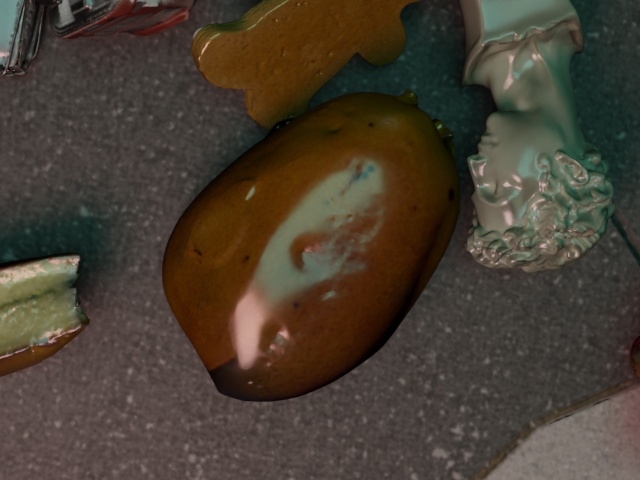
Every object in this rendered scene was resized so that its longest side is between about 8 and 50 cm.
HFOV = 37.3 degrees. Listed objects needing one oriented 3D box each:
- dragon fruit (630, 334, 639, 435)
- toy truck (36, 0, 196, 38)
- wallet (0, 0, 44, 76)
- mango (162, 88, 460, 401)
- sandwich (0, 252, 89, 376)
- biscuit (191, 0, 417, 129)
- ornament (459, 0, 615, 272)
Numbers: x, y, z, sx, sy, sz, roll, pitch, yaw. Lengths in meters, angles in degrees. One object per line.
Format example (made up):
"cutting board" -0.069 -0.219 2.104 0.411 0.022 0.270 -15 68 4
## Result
"dragon fruit" 0.375 0.094 0.805 0.198 0.218 0.273 -2 87 -41
"toy truck" -0.179 -0.303 0.764 0.114 0.135 0.271 -10 92 41
"wallet" -0.346 -0.234 0.793 0.230 0.069 0.170 13 90 -2
"mango" 0.000 0.000 0.788 0.201 0.152 0.287 39 91 -15
"sandwich" -0.313 0.078 0.797 0.257 0.096 0.094 -14 87 -2
"biscuit" 0.012 -0.193 0.789 0.240 0.158 0.035 -37 55 5
"ornament" 0.182 -0.115 0.812 0.130 0.120 0.285 -3 91 2
